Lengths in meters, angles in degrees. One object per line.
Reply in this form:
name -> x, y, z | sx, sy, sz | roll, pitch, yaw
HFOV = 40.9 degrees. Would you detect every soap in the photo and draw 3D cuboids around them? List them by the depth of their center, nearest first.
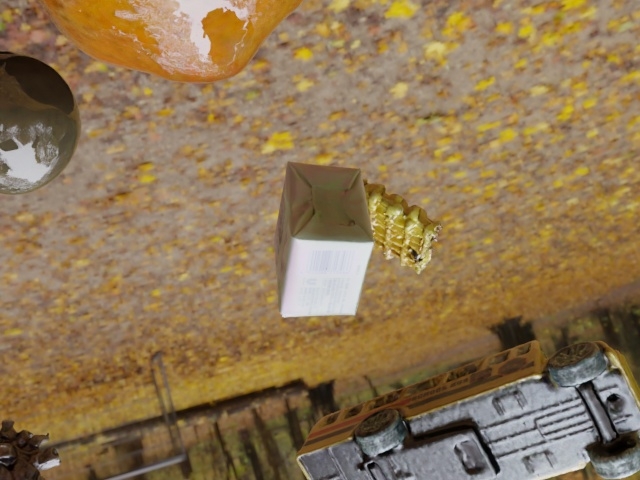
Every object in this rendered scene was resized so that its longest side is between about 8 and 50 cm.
soap -> 0.000, 0.000, 1.422 | 0.138, 0.182, 0.199 | 1, 136, -10

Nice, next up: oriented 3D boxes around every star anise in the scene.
star anise -> -0.602, 0.427, 1.604 | 0.220, 0.214, 0.099 | 2, 135, -9

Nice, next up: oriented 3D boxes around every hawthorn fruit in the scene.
hawthorn fruit -> -0.247, -0.478, 1.292 | 0.471, 0.472, 0.472 | -16, 167, -4

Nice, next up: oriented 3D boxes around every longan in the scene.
longan -> -0.452, -0.178, 1.246 | 0.196, 0.220, 0.196 | -41, 171, -8

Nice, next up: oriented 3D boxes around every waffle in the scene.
waffle -> 0.136, -0.028, 1.648 | 0.283, 0.065, 0.309 | 44, 167, -31

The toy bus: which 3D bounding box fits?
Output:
toy bus -> 0.148, 0.191, 0.853 | 0.335, 0.121, 0.123 | -24, -170, 22
